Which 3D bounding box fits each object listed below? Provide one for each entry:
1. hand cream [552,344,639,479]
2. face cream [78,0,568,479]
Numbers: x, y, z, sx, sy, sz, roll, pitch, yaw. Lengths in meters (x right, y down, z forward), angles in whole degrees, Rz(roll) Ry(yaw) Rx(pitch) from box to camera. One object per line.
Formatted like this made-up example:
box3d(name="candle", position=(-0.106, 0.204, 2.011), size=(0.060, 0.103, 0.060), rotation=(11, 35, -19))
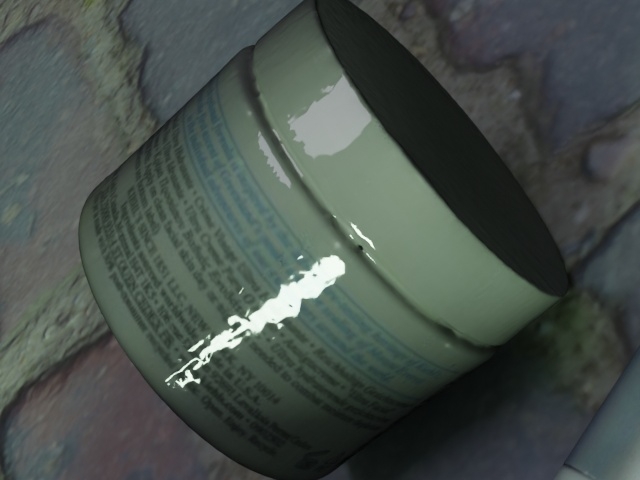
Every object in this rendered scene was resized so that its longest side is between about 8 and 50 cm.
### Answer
box3d(name="hand cream", position=(0.098, 0.130, 0.517), size=(0.079, 0.048, 0.255), rotation=(23, 77, 52))
box3d(name="face cream", position=(0.000, 0.000, 0.631), size=(0.153, 0.177, 0.177), rotation=(-39, 37, 18))
